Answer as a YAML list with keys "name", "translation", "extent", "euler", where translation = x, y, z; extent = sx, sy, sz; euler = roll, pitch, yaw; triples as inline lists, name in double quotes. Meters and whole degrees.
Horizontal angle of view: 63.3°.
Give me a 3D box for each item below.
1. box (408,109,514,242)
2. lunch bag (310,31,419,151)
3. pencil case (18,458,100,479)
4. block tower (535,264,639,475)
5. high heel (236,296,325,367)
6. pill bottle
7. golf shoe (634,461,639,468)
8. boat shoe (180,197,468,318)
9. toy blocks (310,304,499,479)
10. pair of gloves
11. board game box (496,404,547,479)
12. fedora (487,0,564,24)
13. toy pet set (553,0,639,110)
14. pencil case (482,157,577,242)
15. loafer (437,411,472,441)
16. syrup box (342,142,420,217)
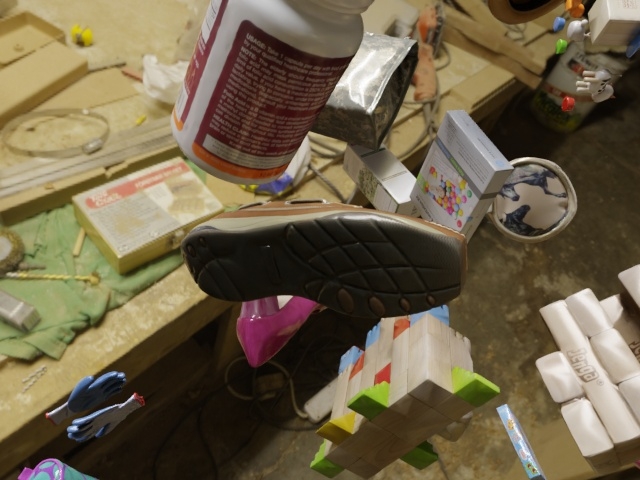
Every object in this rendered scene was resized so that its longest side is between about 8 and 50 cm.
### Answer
- name: "box"
  translation: [0.217, -0.091, 0.839]
  extent: [0.038, 0.186, 0.145]
  euler: [-9, 52, -21]
- name: "lunch bag"
  translation: [0.088, -0.393, 1.276]
  extent: [0.235, 0.169, 0.287]
  euler: [20, 69, 22]
- name: "pencil case"
  translation: [-0.326, 0.344, 0.697]
  extent: [0.070, 0.152, 0.064]
  euler: [17, 61, 32]
- name: "block tower"
  translation: [0.293, 0.025, 0.291]
  extent: [0.335, 0.097, 0.091]
  euler: [-29, 52, 15]
- name: "high heel"
  translation: [-0.073, 0.191, 1.212]
  extent: [0.377, 0.127, 0.182]
  euler: [15, 71, -59]
- name: "pill bottle"
  translation: [-0.073, -0.291, 0.802]
  extent: [0.224, 0.392, 0.224]
  euler: [19, 45, -20]
- name: "golf shoe"
  translation: [0.393, 0.111, 0.409]
  extent: [0.140, 0.306, 0.115]
  euler: [54, 25, -33]
- name: "boat shoe"
  translation: [0.000, 0.000, 0.586]
  extent: [0.323, 0.123, 0.120]
  euler: [4, 30, 22]
- name: "toy blocks"
  translation: [0.141, 0.243, 0.953]
  extent: [0.190, 0.381, 0.261]
  euler: [32, 35, -11]
- name: "pair of gloves"
  translation: [-0.454, 0.337, 1.055]
  extent: [0.159, 0.198, 0.023]
  euler: [-30, 52, -19]
- name: "board game box"
  translation: [0.608, 0.619, 1.560]
  extent: [0.039, 0.160, 0.212]
  euler: [-28, 46, 14]
- name: "fedora"
  translation: [0.329, -0.429, 0.786]
  extent: [0.194, 0.194, 0.079]
  euler: [-6, 57, -23]
- name: "toy pet set"
  translation: [0.297, -0.209, 0.528]
  extent: [0.065, 0.114, 0.122]
  euler: [3, 72, 2]
- name: "pencil case"
  translation: [0.417, -0.096, 1.140]
  extent: [0.183, 0.160, 0.410]
  euler: [-8, 6, 11]
- name: "loafer"
  translation: [0.224, 0.404, 1.241]
  extent: [0.268, 0.092, 0.102]
  euler: [11, 4, 38]
- name: "syrup box"
  translation: [0.159, -0.157, 1.329]
  extent: [0.096, 0.093, 0.237]
  euler: [-22, 58, -22]
